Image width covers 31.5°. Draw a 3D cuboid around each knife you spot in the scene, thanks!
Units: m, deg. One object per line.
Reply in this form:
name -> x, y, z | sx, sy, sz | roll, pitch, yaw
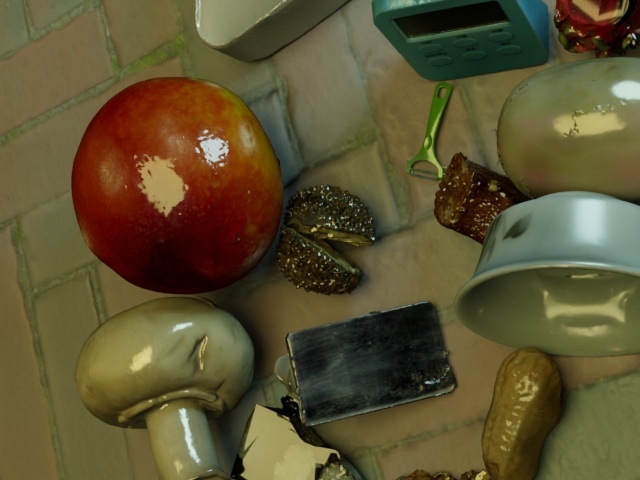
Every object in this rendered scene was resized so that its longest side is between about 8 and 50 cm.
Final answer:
knife -> 0.193, -0.186, 1.906 | 0.078, 0.022, 0.166 | 13, 92, 23

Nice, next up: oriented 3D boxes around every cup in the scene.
cup -> 0.371, 0.037, 1.645 | 0.347, 0.347, 0.163 | -7, 62, 27

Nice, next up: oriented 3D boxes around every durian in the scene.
durian -> 0.000, 0.000, 1.926 | 0.196, 0.167, 0.196 | -21, 50, 27

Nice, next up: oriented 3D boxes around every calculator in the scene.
calculator -> 0.082, 0.198, 1.844 | 0.261, 0.021, 0.161 | -11, 82, -9

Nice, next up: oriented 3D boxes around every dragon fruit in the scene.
dragon fruit -> 0.434, -0.346, 1.709 | 0.160, 0.172, 0.167 | -32, 75, 29

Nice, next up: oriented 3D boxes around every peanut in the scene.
peanut -> 0.312, 0.282, 1.747 | 0.110, 0.120, 0.236 | 14, 103, 23

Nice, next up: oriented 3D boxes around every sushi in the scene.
sushi -> -0.005, 0.386, 1.916 | 0.272, 0.109, 0.134 | 24, 92, 13

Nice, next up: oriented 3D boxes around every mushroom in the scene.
mushroom -> -0.255, 0.270, 1.927 | 0.314, 0.314, 0.336 | -29, 60, 22

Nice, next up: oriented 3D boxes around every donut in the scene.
donut -> 0.285, -0.044, 1.798 | 0.186, 0.144, 0.126 | 25, 106, -16

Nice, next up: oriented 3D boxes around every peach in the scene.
peach -> -0.234, -0.080, 1.919 | 0.388, 0.388, 0.388 | -3, 83, 27

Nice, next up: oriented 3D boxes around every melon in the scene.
melon -> 0.411, -0.158, 1.676 | 0.316, 0.223, 0.223 | -3, 83, 20

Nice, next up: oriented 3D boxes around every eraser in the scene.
eraser -> -0.096, -0.521, 2.020 | 0.331, 0.150, 0.331 | -1, 87, 27

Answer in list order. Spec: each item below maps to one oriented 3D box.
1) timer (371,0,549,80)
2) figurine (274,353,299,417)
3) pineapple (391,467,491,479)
timer -> 0.222, -0.334, 1.777 | 0.231, 0.250, 0.091 | -5, 82, 27
figurine -> 0.008, 0.223, 1.897 | 0.192, 0.126, 0.147 | -41, 52, -16
pineapple -> 0.213, 0.433, 1.771 | 0.164, 0.140, 0.250 | -42, 65, 16
